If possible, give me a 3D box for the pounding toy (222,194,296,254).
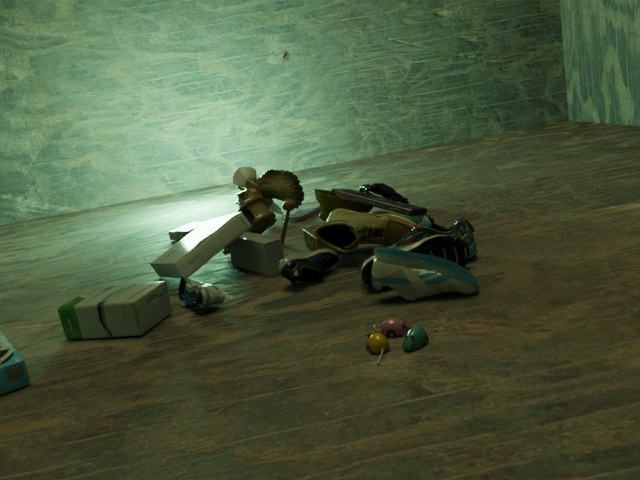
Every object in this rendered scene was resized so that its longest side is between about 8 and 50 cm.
[{"bbox_3d":[-0.196,-0.037,2.065,0.269,0.155,0.154,-38,-10,13],"label":"pounding toy"}]

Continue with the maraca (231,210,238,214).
[{"bbox_3d":[-0.264,-0.048,2.290,0.127,0.099,0.185,-4,-12,0],"label":"maraca"}]

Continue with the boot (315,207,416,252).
[{"bbox_3d":[0.129,-0.020,1.801,0.262,0.095,0.203,13,15,11],"label":"boot"}]

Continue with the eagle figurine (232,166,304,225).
[{"bbox_3d":[-0.214,-0.166,2.548,0.225,0.226,0.298,7,2,-21],"label":"eagle figurine"}]

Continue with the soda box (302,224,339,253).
[{"bbox_3d":[0.000,0.000,1.972,0.061,0.058,0.181,-13,14,-12],"label":"soda box"}]

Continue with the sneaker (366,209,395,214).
[{"bbox_3d":[0.118,-0.052,2.058,0.217,0.079,0.121,-16,15,-22],"label":"sneaker"}]

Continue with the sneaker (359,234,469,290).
[{"bbox_3d":[0.219,0.043,1.562,0.272,0.100,0.108,-11,8,-6],"label":"sneaker"}]

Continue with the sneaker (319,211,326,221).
[{"bbox_3d":[0.043,-0.093,2.357,0.061,0.053,0.152,-10,4,42],"label":"sneaker"}]

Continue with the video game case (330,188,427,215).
[{"bbox_3d":[0.193,-0.125,2.159,0.274,0.026,0.196,17,10,21],"label":"video game case"}]

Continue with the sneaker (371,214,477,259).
[{"bbox_3d":[0.255,-0.004,1.664,0.262,0.125,0.104,-8,13,8],"label":"sneaker"}]

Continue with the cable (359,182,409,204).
[{"bbox_3d":[0.225,-0.145,2.320,0.185,0.047,0.150,22,-19,-16],"label":"cable"}]

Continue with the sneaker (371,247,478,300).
[{"bbox_3d":[0.224,0.083,1.429,0.229,0.092,0.087,13,16,10],"label":"sneaker"}]

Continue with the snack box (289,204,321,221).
[{"bbox_3d":[-0.058,-0.105,2.522,0.064,0.022,0.178,-2,15,25],"label":"snack box"}]

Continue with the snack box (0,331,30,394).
[{"bbox_3d":[-0.743,0.268,1.391,0.187,0.060,0.322,-18,16,-32],"label":"snack box"}]

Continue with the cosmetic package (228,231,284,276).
[{"bbox_3d":[-0.184,0.034,1.884,0.060,0.098,0.239,-15,15,-31],"label":"cosmetic package"}]

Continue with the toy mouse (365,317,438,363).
[{"bbox_3d":[0.150,0.169,1.224,0.143,0.031,0.161,-12,13,-8],"label":"toy mouse"}]

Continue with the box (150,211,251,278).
[{"bbox_3d":[-0.346,0.016,1.878,0.232,0.058,0.322,-41,16,-22],"label":"box"}]

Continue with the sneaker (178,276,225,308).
[{"bbox_3d":[-0.295,0.134,1.646,0.083,0.071,0.191,3,6,-32],"label":"sneaker"}]

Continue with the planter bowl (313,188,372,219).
[{"bbox_3d":[0.072,-0.105,2.225,0.217,0.090,0.217,13,10,-2],"label":"planter bowl"}]

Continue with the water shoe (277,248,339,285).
[{"bbox_3d":[-0.019,0.076,1.692,0.203,0.073,0.080,-9,47,-43],"label":"water shoe"}]

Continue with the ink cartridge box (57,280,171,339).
[{"bbox_3d":[-0.482,0.165,1.571,0.208,0.086,0.153,-6,14,19],"label":"ink cartridge box"}]

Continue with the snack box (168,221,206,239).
[{"bbox_3d":[-0.492,-0.038,2.520,0.100,0.037,0.141,-3,15,33],"label":"snack box"}]
